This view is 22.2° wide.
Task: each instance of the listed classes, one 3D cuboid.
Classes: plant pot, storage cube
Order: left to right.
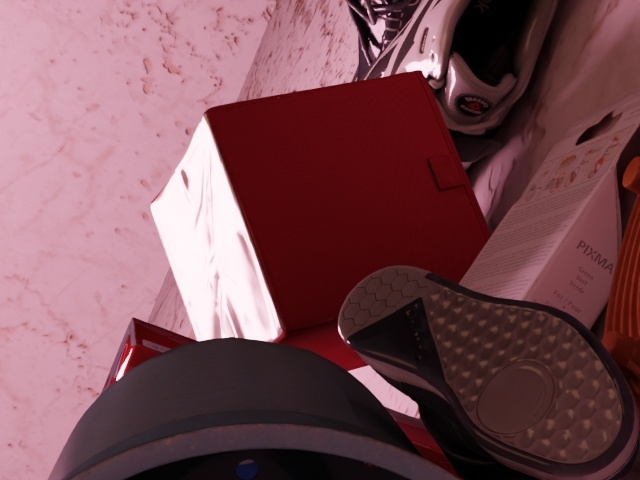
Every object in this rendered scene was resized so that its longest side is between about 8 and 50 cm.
[{"bbox_3d":[-0.042,0.218,0.950,0.334,0.341,0.341,-110,42,-78],"label":"plant pot"},{"bbox_3d":[0.000,0.000,1.297,0.184,0.193,0.215,-48,58,60],"label":"storage cube"}]

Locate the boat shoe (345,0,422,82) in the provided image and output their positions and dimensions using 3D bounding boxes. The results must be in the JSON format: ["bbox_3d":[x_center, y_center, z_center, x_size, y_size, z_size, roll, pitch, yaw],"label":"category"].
[{"bbox_3d":[0.088,-0.251,1.605,0.187,0.156,0.500,-93,24,-59],"label":"boat shoe"}]

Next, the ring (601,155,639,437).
[{"bbox_3d":[0.227,-0.052,0.857,0.336,0.032,0.337,-156,90,-81],"label":"ring"}]

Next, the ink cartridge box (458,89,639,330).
[{"bbox_3d":[0.163,0.004,1.121,0.225,0.056,0.181,-53,7,-14],"label":"ink cartridge box"}]

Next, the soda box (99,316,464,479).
[{"bbox_3d":[-0.027,0.146,1.156,0.083,0.263,0.092,-128,59,-77],"label":"soda box"}]

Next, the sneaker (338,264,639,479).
[{"bbox_3d":[0.123,0.106,0.910,0.086,0.163,0.226,-46,34,-9],"label":"sneaker"}]

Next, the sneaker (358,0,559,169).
[{"bbox_3d":[0.104,-0.126,1.382,0.146,0.122,0.331,-89,22,-64],"label":"sneaker"}]
